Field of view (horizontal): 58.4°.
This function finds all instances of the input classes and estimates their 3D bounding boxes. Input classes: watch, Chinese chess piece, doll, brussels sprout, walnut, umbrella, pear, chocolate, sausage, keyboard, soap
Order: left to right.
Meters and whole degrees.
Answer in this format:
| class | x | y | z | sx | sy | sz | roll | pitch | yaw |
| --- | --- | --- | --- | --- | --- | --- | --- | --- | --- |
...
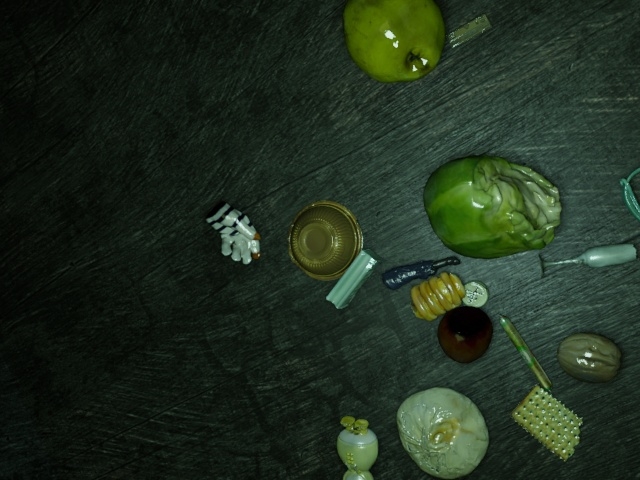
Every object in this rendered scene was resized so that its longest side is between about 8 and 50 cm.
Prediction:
| class | x | y | z | sx | sy | sz | roll | pitch | yaw |
| --- | --- | --- | --- | --- | --- | --- | --- | --- | --- |
| soap | 0.110 | 0.121 | 1.832 | 0.063 | 0.114 | 0.198 | 39 | 105 | 13 |
| doll | 0.120 | 0.717 | 1.850 | 0.141 | 0.117 | 0.297 | 0 | 92 | 26 |
| pear | 0.202 | -0.636 | 1.695 | 0.287 | 0.287 | 0.375 | -36 | 66 | 17 |
| umbrella | 0.313 | 0.095 | 1.792 | 0.248 | 0.071 | 0.071 | -20 | 86 | 15 |
| chocolate | 0.429 | 0.284 | 1.710 | 0.176 | 0.176 | 0.177 | 1 | 92 | 20 |
| keyboard | 0.448 | -0.633 | 1.733 | 0.129 | 0.015 | 0.049 | -26 | 89 | 19 |
| Chinese chess piece | 0.470 | 0.164 | 1.746 | 0.084 | 0.034 | 0.084 | 1 | 93 | 21 |
| brussels sprout | 0.469 | -0.096 | 1.606 | 0.371 | 0.315 | 0.276 | 11 | 67 | -15 |
| sausage | 0.609 | 0.334 | 1.704 | 0.032 | 0.033 | 0.269 | -35 | 81 | 18 |
| walnut | 0.751 | 0.327 | 1.602 | 0.162 | 0.140 | 0.140 | 14 | 97 | 9 |
| watch | 0.937 | -0.121 | 1.554 | 0.237 | 0.068 | 0.195 | 37 | 106 | 11 |

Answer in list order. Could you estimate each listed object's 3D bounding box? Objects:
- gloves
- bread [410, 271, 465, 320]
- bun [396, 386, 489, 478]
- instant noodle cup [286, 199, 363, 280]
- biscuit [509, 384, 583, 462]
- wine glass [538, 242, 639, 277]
| class | x | y | z | sx | sy | sz | roll | pitch | yaw |
| --- | --- | --- | --- | --- | --- | --- | --- | --- | --- |
| gloves | -0.288 | -0.026 | 1.977 | 0.140 | 0.131 | 0.219 | -39 | 110 | 15 |
| bread | 0.355 | 0.169 | 1.753 | 0.177 | 0.084 | 0.119 | -35 | 76 | 29 |
| bun | 0.368 | 0.592 | 1.743 | 0.287 | 0.146 | 0.287 | 2 | 95 | 18 |
| instant noodle cup | 0.000 | 0.000 | 1.879 | 0.273 | 0.090 | 0.274 | 1 | 92 | 20 |
| biscuit | 0.681 | 0.537 | 1.695 | 0.203 | 0.016 | 0.144 | 37 | 104 | 15 |
| wine glass | 0.758 | 0.053 | 1.624 | 0.262 | 0.074 | 0.074 | -11 | 89 | 19 |
